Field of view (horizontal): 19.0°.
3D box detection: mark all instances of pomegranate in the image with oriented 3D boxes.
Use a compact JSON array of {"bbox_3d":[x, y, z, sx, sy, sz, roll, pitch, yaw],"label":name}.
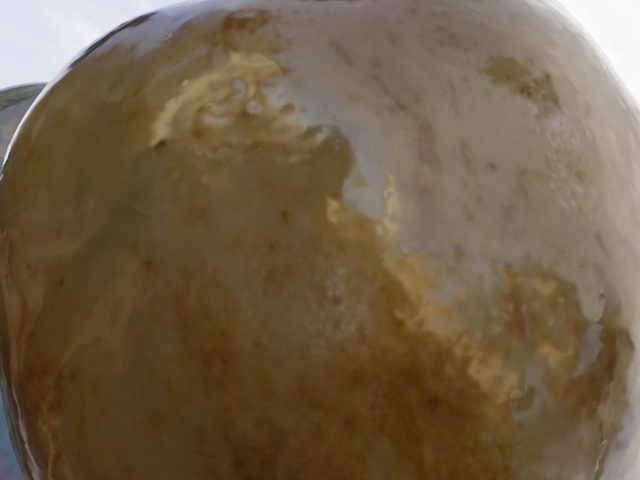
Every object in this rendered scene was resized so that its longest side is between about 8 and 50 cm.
[{"bbox_3d":[0.003,0.016,0.523,0.207,0.207,0.207,36,-18,14],"label":"pomegranate"}]

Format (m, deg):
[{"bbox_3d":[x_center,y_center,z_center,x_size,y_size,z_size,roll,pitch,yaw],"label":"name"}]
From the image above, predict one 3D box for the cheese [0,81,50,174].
[{"bbox_3d":[-0.084,-0.013,0.842,0.171,0.092,0.047,25,-21,-3],"label":"cheese"}]
